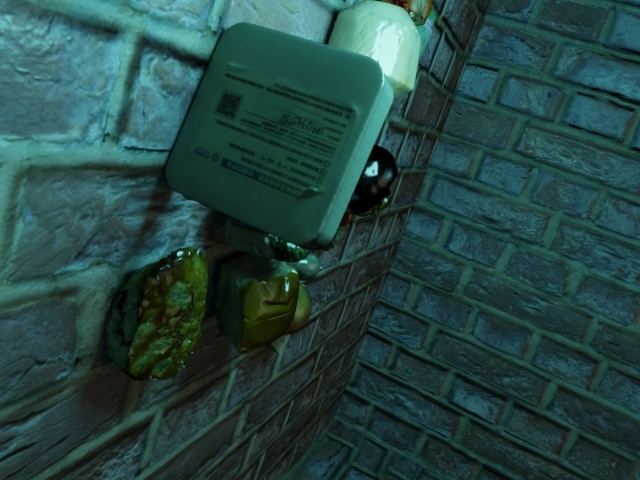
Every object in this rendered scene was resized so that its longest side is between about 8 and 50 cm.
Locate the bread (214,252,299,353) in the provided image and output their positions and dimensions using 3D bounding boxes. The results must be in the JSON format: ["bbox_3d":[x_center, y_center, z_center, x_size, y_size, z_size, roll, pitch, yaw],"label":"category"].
[{"bbox_3d":[-0.192,0.179,1.596,0.279,0.225,0.250,-18,128,-60],"label":"bread"}]

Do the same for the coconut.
[{"bbox_3d":[0.149,-0.530,1.616,0.329,0.329,0.329,-54,158,-34],"label":"coconut"}]

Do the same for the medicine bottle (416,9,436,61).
[{"bbox_3d":[0.343,-0.761,2.088,0.274,0.133,0.133,-64,161,-7],"label":"medicine bottle"}]

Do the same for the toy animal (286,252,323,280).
[{"bbox_3d":[-0.094,0.065,1.914,0.236,0.138,0.108,38,56,-55],"label":"toy animal"}]

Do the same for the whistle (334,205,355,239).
[{"bbox_3d":[0.097,-0.112,2.249,0.101,0.106,0.253,-2,123,-24],"label":"whistle"}]

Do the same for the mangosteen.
[{"bbox_3d":[0.161,-0.220,2.041,0.287,0.233,0.287,-172,-90,-87],"label":"mangosteen"}]

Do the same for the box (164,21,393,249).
[{"bbox_3d":[-0.094,-0.217,1.124,0.396,0.396,0.111,-66,158,1],"label":"box"}]

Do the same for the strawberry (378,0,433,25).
[{"bbox_3d":[0.279,-0.876,1.788,0.265,0.149,0.336,-28,128,-52],"label":"strawberry"}]

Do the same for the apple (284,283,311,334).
[{"bbox_3d":[-0.124,0.237,1.915,0.188,0.188,0.174,-50,160,-41],"label":"apple"}]

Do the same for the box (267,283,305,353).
[{"bbox_3d":[-0.139,0.299,2.130,0.256,0.069,0.164,-60,160,-20],"label":"box"}]

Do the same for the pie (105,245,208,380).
[{"bbox_3d":[-0.371,0.178,1.298,0.288,0.103,0.355,-16,123,-66],"label":"pie"}]

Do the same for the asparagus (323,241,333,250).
[{"bbox_3d":[0.000,0.000,2.149,0.287,0.080,0.080,5,108,-79],"label":"asparagus"}]

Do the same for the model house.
[{"bbox_3d":[-0.107,-0.138,1.446,0.298,0.243,0.284,-60,160,-54],"label":"model house"}]
